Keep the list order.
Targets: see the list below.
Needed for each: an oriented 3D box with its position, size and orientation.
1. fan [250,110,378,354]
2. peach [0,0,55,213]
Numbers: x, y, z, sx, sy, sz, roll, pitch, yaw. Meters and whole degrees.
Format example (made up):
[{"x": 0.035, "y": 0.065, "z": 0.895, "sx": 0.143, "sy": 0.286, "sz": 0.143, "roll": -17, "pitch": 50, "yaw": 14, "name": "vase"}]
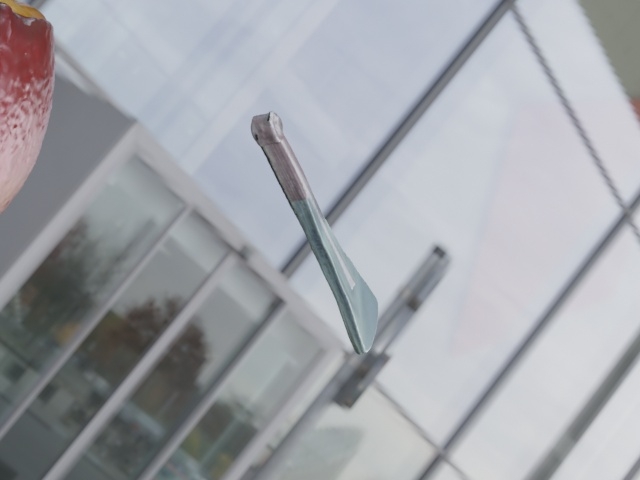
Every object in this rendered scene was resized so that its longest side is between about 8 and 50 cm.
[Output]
[{"x": 0.000, "y": 0.000, "z": 1.121, "sx": 0.023, "sy": 0.057, "sz": 0.282, "roll": 2, "pitch": -33, "yaw": 23, "name": "fan"}, {"x": -0.301, "y": -0.132, "z": 0.788, "sx": 0.281, "sy": 0.281, "sz": 0.338, "roll": 30, "pitch": -35, "yaw": 44, "name": "peach"}]
